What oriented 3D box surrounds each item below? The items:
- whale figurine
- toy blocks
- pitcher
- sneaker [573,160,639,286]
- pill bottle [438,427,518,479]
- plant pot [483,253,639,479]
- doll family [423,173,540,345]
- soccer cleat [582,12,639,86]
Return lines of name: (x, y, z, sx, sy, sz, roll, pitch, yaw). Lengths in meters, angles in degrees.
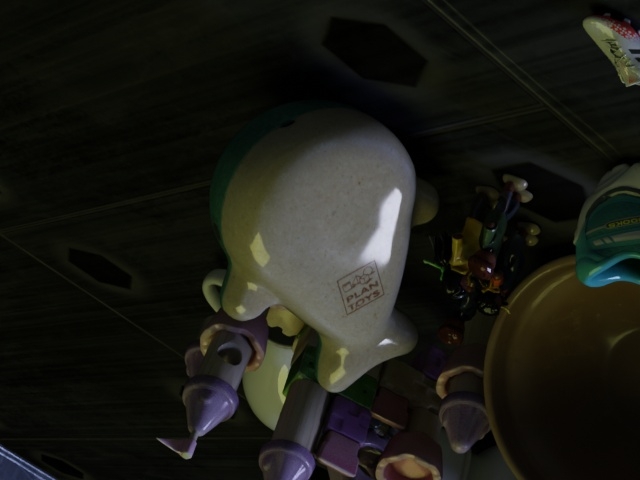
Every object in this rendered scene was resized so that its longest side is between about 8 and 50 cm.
whale figurine: (0.000, 0.000, 1.522, 0.141, 0.216, 0.272, 43, 158, 51)
toy blocks: (-0.004, 0.173, 1.705, 0.288, 0.260, 0.309, 28, 134, -10)
pitcher: (-0.049, 0.121, 1.959, 0.177, 0.125, 0.207, 27, 149, 22)
sneaker: (0.331, 0.037, 1.376, 0.275, 0.110, 0.107, 20, 157, 10)
pill bottle: (0.265, 0.382, 2.053, 0.407, 0.229, 0.229, 28, 158, -7)
plant pot: (0.270, 0.128, 1.563, 0.237, 0.237, 0.109, 2, -177, 44)
doll family: (0.142, 0.024, 1.540, 0.076, 0.111, 0.193, 14, 156, 24)
soccer cleat: (0.216, -0.128, 1.225, 0.083, 0.036, 0.029, 33, 156, -21)
